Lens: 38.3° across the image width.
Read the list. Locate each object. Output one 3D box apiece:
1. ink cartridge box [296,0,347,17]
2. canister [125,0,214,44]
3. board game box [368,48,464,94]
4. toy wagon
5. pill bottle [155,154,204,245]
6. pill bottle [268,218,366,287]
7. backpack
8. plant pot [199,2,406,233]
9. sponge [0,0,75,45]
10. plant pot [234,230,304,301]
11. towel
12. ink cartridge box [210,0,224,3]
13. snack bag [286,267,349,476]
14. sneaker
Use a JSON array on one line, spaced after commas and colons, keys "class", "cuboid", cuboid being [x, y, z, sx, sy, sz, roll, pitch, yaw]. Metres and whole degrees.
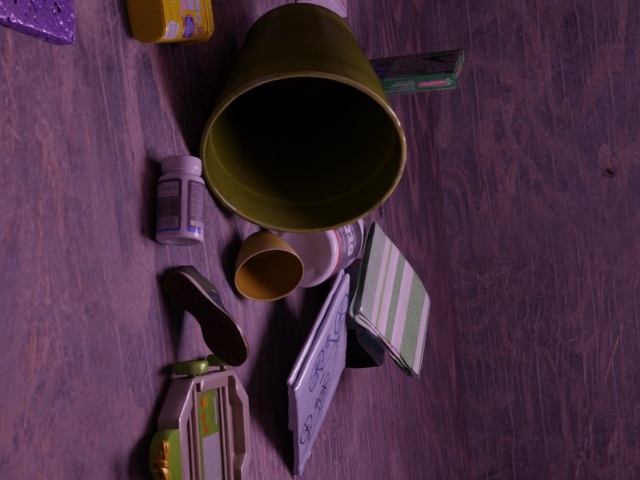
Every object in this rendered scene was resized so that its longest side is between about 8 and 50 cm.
[{"class": "ink cartridge box", "cuboid": [-0.001, -0.674, 2.290, 0.158, 0.092, 0.217, 21, 67, -69]}, {"class": "canister", "cuboid": [-0.249, -0.387, 1.522, 0.170, 0.073, 0.126, -32, 116, -67]}, {"class": "board game box", "cuboid": [0.228, -0.461, 2.551, 0.213, 0.317, 0.046, -61, 144, -58]}, {"class": "toy wagon", "cuboid": [-0.199, 0.326, 1.499, 0.344, 0.068, 0.267, 4, 81, -70]}, {"class": "pill bottle", "cuboid": [-0.227, -0.065, 1.495, 0.078, 0.078, 0.137, 31, 56, -67]}, {"class": "pill bottle", "cuboid": [0.000, 0.000, 2.012, 0.283, 0.161, 0.161, -26, 110, -70]}, {"class": "backpack", "cuboid": [0.102, 0.164, 2.256, 0.225, 0.191, 0.253, 52, 32, -56]}, {"class": "plant pot", "cuboid": [-0.038, -0.266, 1.763, 0.353, 0.367, 0.366, -93, 166, -46]}, {"class": "sponge", "cuboid": [-0.385, -0.326, 1.174, 0.210, 0.031, 0.117, 0, 85, -72]}, {"class": "plant pot", "cuboid": [-0.108, 0.037, 1.776, 0.095, 0.134, 0.134, -111, 178, -47]}, {"class": "towel", "cuboid": [0.169, 0.147, 2.144, 0.325, 0.038, 0.247, 48, 45, -44]}, {"class": "ink cartridge box", "cuboid": [-0.199, -0.502, 1.763, 0.048, 0.028, 0.083, 56, 34, -55]}, {"class": "snack bag", "cuboid": [-0.003, 0.280, 1.945, 0.342, 0.037, 0.323, 90, 19, -48]}, {"class": "sneaker", "cuboid": [-0.179, 0.116, 1.536, 0.192, 0.064, 0.086, 51, 15, -9]}]
